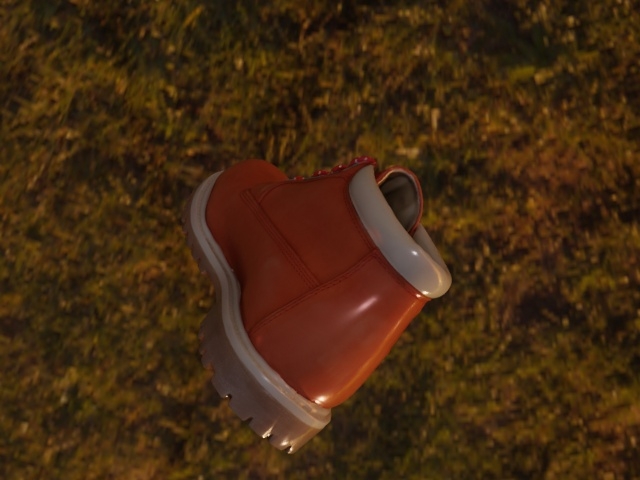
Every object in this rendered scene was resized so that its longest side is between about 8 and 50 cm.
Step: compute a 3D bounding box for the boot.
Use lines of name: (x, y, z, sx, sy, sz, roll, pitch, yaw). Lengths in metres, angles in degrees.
boot: (0.000, 0.000, 0.482, 0.059, 0.158, 0.084, 39, 103, -25)
